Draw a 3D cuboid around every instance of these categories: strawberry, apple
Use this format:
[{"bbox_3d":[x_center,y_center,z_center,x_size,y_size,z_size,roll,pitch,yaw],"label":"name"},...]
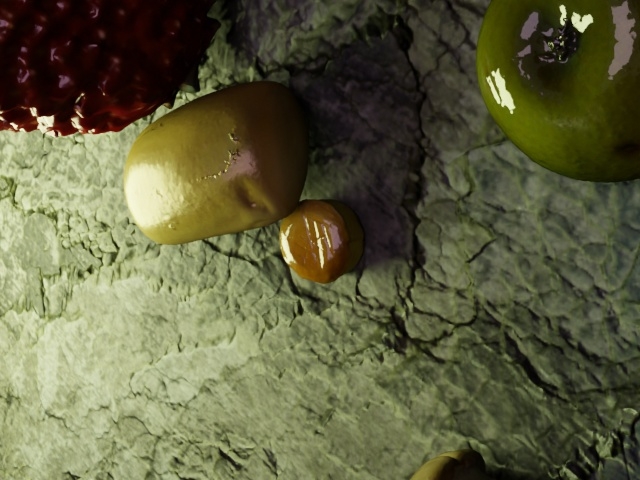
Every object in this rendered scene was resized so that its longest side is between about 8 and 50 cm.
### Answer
[{"bbox_3d":[-0.269,-0.232,0.799,0.292,0.343,0.292,5,99,34],"label":"strawberry"},{"bbox_3d":[0.203,-0.134,0.601,0.196,0.157,0.196,8,102,42],"label":"apple"}]

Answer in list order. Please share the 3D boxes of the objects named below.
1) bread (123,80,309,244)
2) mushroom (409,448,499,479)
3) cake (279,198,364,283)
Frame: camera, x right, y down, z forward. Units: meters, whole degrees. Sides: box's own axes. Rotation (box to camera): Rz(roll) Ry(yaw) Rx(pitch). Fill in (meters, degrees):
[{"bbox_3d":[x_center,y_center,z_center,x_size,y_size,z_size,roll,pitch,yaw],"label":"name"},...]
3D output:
[{"bbox_3d":[-0.113,-0.077,0.857,0.217,0.098,0.147,-16,65,34],"label":"bread"},{"bbox_3d":[0.233,0.306,0.680,0.407,0.154,0.137,21,152,33],"label":"mushroom"},{"bbox_3d":[0.000,0.000,0.841,0.084,0.044,0.084,7,103,32],"label":"cake"}]
